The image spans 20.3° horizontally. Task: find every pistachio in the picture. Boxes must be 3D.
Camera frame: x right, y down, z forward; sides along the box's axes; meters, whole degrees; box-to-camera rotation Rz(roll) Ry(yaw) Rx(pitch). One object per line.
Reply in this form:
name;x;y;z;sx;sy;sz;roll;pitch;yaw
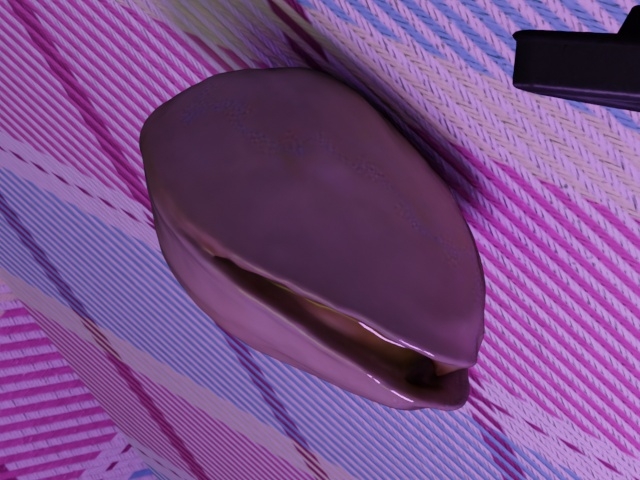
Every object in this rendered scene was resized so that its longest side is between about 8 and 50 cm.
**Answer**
pistachio;0.000;0.000;1.348;0.332;0.208;0.226;43;-153;16

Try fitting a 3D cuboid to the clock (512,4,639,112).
clock;0.257;-0.061;0.742;0.279;0.049;0.273;5;-175;-37
